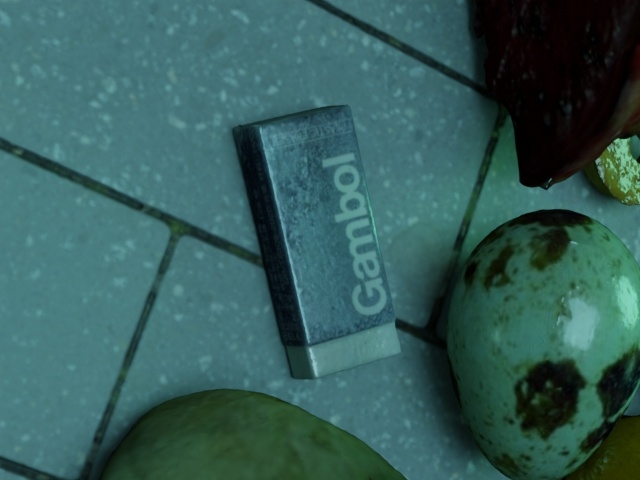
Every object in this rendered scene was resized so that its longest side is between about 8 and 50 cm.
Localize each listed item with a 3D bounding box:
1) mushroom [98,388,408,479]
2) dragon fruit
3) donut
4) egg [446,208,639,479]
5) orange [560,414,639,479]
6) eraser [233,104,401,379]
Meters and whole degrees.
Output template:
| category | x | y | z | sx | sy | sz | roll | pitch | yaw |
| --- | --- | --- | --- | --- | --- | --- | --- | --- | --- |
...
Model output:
| category | x | y | z | sx | sy | sz | roll | pitch | yaw |
| --- | --- | --- | --- | --- | --- | --- | --- | --- | --- |
| mushroom | -0.030 | 0.274 | 1.211 | 0.292 | 0.212 | 0.217 | 64 | 28 | -21 |
| dragon fruit | 0.291 | -0.210 | 1.330 | 0.228 | 0.329 | 0.286 | -3 | 77 | -27 |
| donut | 0.273 | -0.085 | 1.489 | 0.097 | 0.043 | 0.108 | -7 | 92 | -28 |
| egg | 0.186 | 0.088 | 1.367 | 0.169 | 0.169 | 0.231 | 5 | 97 | -27 |
| orange | 0.280 | 0.235 | 1.447 | 0.160 | 0.112 | 0.170 | -11 | 81 | -27 |
| eraser | 0.000 | 0.000 | 1.340 | 0.092 | 0.046 | 0.212 | -15 | 95 | -27 |
